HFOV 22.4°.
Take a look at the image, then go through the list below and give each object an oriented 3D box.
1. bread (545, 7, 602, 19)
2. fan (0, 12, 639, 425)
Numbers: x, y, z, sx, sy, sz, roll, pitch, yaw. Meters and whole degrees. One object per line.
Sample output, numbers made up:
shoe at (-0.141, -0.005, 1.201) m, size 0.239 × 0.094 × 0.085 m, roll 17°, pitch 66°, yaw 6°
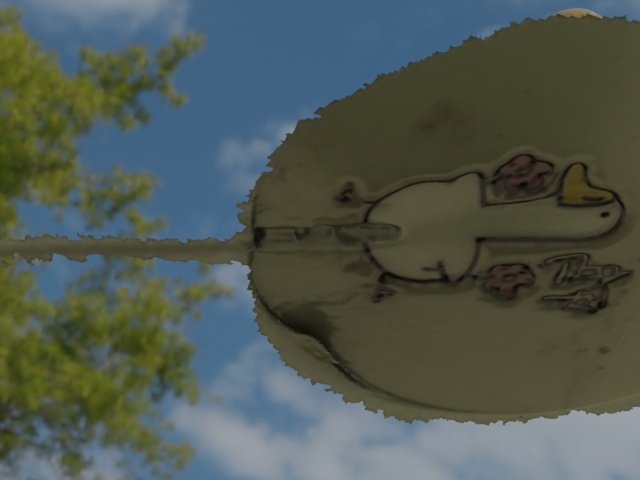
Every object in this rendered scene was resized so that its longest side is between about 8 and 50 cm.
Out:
bread at (0.310, -0.095, 1.619) m, size 0.311 × 0.121 × 0.173 m, roll 40°, pitch -29°, yaw -10°
fan at (0.000, -0.001, 0.595) m, size 0.415 × 0.012 × 0.233 m, roll 1°, pitch -42°, yaw -7°
